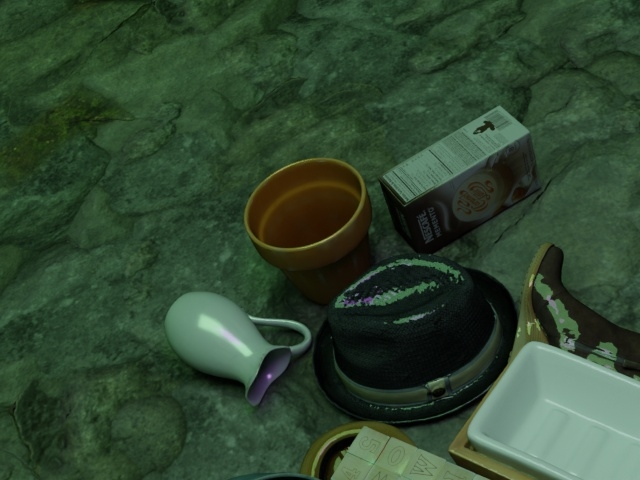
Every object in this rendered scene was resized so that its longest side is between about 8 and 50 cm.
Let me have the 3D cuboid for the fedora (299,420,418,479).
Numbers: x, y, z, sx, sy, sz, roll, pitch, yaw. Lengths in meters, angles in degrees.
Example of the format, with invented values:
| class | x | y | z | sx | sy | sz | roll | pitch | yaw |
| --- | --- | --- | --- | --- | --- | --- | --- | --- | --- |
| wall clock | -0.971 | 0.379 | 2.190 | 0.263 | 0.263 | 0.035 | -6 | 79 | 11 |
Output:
| class | x | y | z | sx | sy | sz | roll | pitch | yaw |
| --- | --- | --- | --- | --- | --- | --- | --- | --- | --- |
| fedora | 0.064 | 0.350 | 1.587 | 0.194 | 0.079 | 0.194 | -7 | 54 | 9 |

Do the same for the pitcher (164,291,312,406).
| class | x | y | z | sx | sy | sz | roll | pitch | yaw |
| --- | --- | --- | --- | --- | --- | --- | --- | --- | --- |
| pitcher | -0.135 | 0.156 | 1.837 | 0.207 | 0.125 | 0.178 | 30 | 43 | 28 |

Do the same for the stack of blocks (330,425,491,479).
| class | x | y | z | sx | sy | sz | roll | pitch | yaw |
| --- | --- | --- | --- | --- | --- | --- | --- | --- | --- |
| stack of blocks | 0.177 | 0.357 | 1.415 | 0.297 | 0.171 | 0.087 | 18 | 62 | 34 |

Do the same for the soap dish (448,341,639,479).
| class | x | y | z | sx | sy | sz | roll | pitch | yaw |
| --- | --- | --- | --- | --- | --- | --- | --- | --- | --- |
| soap dish | 0.346 | 0.273 | 1.470 | 0.291 | 0.118 | 0.229 | 21 | 45 | 25 |

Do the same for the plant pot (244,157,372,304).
| class | x | y | z | sx | sy | sz | roll | pitch | yaw |
| --- | --- | --- | --- | --- | --- | --- | --- | --- | --- |
| plant pot | 0.000 | 0.000 | 1.867 | 0.205 | 0.188 | 0.205 | -12 | 45 | 12 |

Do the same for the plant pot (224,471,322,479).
| class | x | y | z | sx | sy | sz | roll | pitch | yaw |
| --- | --- | --- | --- | --- | --- | --- | --- | --- | --- |
| plant pot | -0.103 | 0.436 | 1.459 | 0.293 | 0.293 | 0.196 | -50 | 23 | -25 |

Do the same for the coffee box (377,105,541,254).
| class | x | y | z | sx | sy | sz | roll | pitch | yaw |
| --- | --- | --- | --- | --- | --- | --- | --- | --- | --- |
| coffee box | 0.236 | -0.098 | 1.901 | 0.246 | 0.141 | 0.098 | -31 | 45 | -7 |

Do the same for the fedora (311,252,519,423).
| class | x | y | z | sx | sy | sz | roll | pitch | yaw |
| --- | --- | --- | --- | --- | --- | --- | --- | --- | --- |
| fedora | 0.131 | 0.119 | 1.728 | 0.334 | 0.152 | 0.334 | -11 | 45 | 11 |

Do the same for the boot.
| class | x | y | z | sx | sy | sz | roll | pitch | yaw |
| --- | --- | --- | --- | --- | --- | --- | --- | --- | --- |
| boot | 0.393 | 0.129 | 1.650 | 0.207 | 0.090 | 0.248 | 9 | 67 | 18 |
